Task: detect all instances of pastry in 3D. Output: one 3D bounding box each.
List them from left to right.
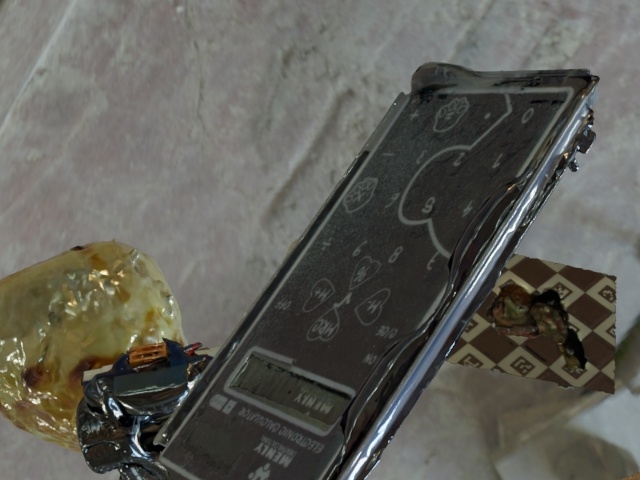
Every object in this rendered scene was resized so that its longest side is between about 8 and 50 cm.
[{"bbox_3d":[-0.287,0.120,1.519,0.256,0.170,0.236,-23,75,-12],"label":"pastry"}]

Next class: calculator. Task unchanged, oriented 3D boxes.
[{"bbox_3d":[0.022,0.022,0.635,0.028,0.166,0.274,43,74,-29],"label":"calculator"}]

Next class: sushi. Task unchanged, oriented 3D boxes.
[{"bbox_3d":[0.150,0.062,0.932,0.126,0.120,0.026,12,136,3],"label":"sushi"}]

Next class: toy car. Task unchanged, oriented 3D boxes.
[{"bbox_3d":[-0.139,0.208,1.356,0.193,0.118,0.301,-11,136,5],"label":"toy car"}]

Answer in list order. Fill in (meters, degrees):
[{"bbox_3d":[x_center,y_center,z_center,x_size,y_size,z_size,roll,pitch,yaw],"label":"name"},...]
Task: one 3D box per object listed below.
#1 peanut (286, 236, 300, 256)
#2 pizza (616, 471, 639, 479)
[{"bbox_3d":[0.000,0.000,1.212,0.037,0.037,0.083,30,129,-19],"label":"peanut"},{"bbox_3d":[0.423,0.313,1.628,0.131,0.178,0.041,-20,82,19],"label":"pizza"}]
